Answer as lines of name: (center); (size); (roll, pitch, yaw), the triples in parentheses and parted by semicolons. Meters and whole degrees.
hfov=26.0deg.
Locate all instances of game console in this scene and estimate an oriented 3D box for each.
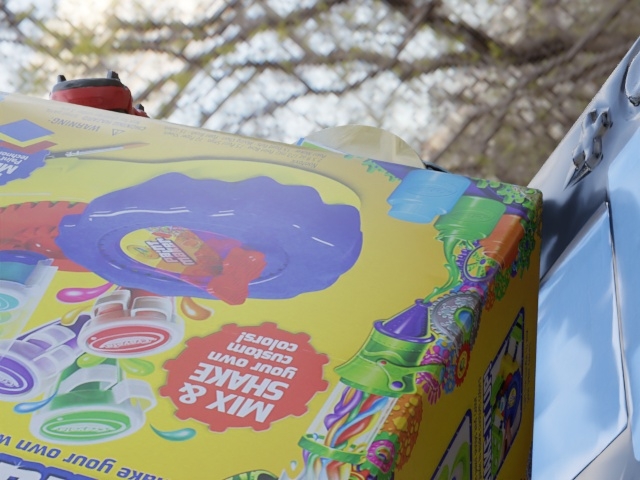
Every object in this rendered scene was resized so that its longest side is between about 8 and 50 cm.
game console: (0.198, 0.040, 0.847); (0.342, 0.060, 0.386); (127, 156, -45)

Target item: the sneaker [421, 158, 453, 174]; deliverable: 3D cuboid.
sneaker: (0.066, -0.059, 1.222); (0.073, 0.162, 0.063); (2, 83, 58)

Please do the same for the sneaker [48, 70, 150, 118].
sneaker: (-0.244, -0.100, 1.580); (0.097, 0.135, 0.276); (-5, -6, 0)

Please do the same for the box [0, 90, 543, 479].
box: (-0.088, 0.094, 0.569); (0.279, 0.290, 0.177); (-53, -32, -48)

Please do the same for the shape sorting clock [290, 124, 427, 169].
shape sorting clock: (0.000, 0.000, 1.101); (0.206, 0.206, 0.040); (-48, -47, 3)
